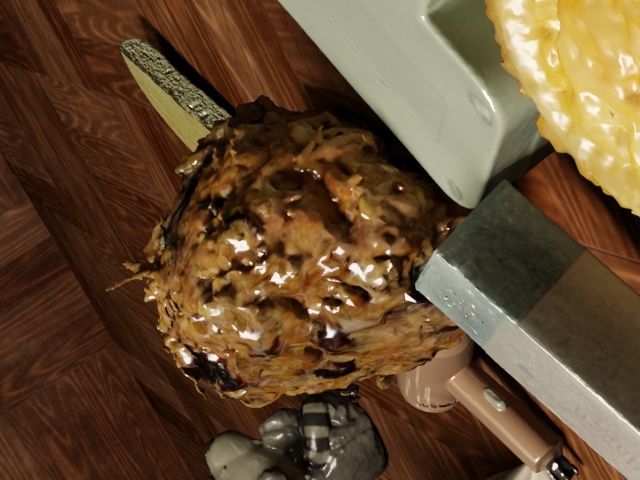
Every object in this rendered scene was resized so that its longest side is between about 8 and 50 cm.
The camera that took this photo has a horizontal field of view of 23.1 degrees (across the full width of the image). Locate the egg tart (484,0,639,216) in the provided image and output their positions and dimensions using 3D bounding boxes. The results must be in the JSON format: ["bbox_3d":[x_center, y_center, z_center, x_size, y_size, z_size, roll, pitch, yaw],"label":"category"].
[{"bbox_3d":[0.162,-0.088,0.643,0.288,0.118,0.288,46,162,19],"label":"egg tart"}]

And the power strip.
[{"bbox_3d":[0.037,-0.145,0.851,0.229,0.141,0.261,51,166,13],"label":"power strip"}]

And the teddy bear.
[{"bbox_3d":[-0.043,0.246,1.701,0.144,0.251,0.171,52,149,10],"label":"teddy bear"}]

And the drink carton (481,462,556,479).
[{"bbox_3d":[0.071,0.330,1.324,0.132,0.324,0.194,55,164,7],"label":"drink carton"}]

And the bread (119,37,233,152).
[{"bbox_3d":[-0.117,-0.116,1.534,0.193,0.036,0.112,43,164,30],"label":"bread"}]

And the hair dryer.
[{"bbox_3d":[0.135,0.124,1.241,0.181,0.064,0.117,41,158,21],"label":"hair dryer"}]

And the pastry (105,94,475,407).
[{"bbox_3d":[0.000,0.000,1.061,0.275,0.275,0.193,98,155,-67],"label":"pastry"}]

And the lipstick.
[{"bbox_3d":[0.195,0.101,0.877,0.317,0.068,0.066,42,159,9],"label":"lipstick"}]
